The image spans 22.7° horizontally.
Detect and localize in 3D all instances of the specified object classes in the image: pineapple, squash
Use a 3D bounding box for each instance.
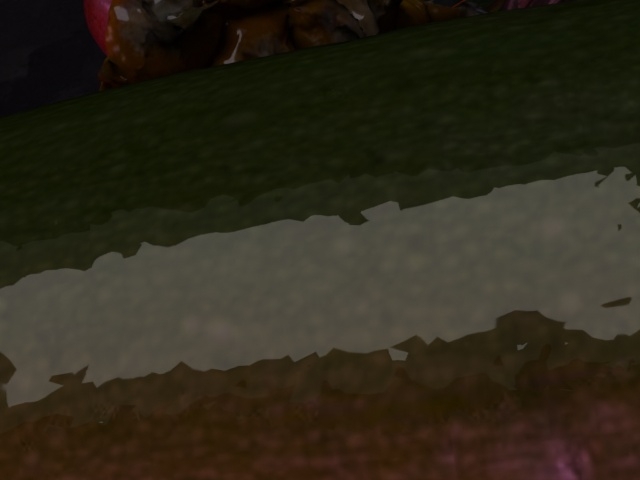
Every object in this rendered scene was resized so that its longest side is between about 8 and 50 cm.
[{"bbox_3d":[-0.001,0.003,0.869,0.208,0.344,0.286,11,96,9],"label":"pineapple"},{"bbox_3d":[0.009,0.058,0.576,0.384,0.263,0.263,-9,47,15],"label":"squash"}]

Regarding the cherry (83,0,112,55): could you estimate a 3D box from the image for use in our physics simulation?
[{"bbox_3d":[-0.124,-0.177,1.194,0.106,0.087,0.126,-43,34,7],"label":"cherry"}]

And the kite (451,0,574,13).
[{"bbox_3d":[0.138,-0.125,0.943,0.234,0.016,0.321,-56,36,-3],"label":"kite"}]
